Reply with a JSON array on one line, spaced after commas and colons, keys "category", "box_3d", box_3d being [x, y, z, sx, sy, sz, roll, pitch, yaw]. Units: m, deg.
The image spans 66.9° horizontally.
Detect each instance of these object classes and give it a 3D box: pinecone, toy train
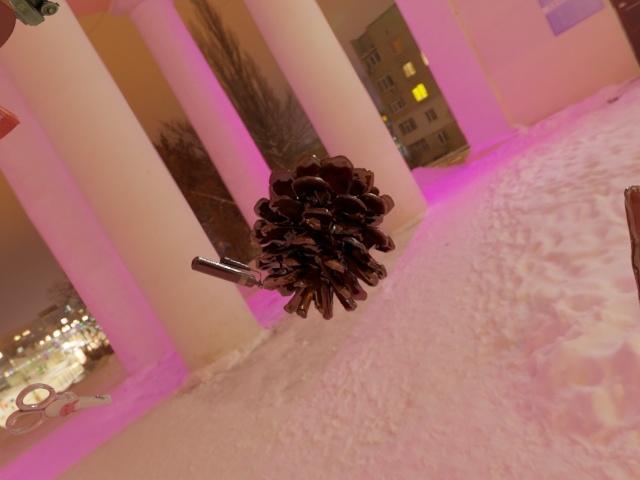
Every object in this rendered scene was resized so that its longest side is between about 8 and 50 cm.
[{"category": "pinecone", "box_3d": [0.007, 0.007, 0.796, 0.264, 0.264, 0.264, -29, 6, 3]}, {"category": "toy train", "box_3d": [-0.635, -0.526, 1.029, 0.099, 0.070, 0.172, -35, -4, -6]}]

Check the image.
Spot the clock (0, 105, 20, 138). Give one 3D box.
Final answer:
[{"category": "clock", "box_3d": [-0.694, -0.248, 0.949, 0.113, 0.061, 0.155, -37, -9, -5]}]

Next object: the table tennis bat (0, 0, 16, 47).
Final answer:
[{"category": "table tennis bat", "box_3d": [-0.418, -0.300, 0.603, 0.156, 0.087, 0.013, -47, 36, 7]}]

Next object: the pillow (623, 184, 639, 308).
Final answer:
[{"category": "pillow", "box_3d": [0.486, 0.004, 0.611, 0.178, 0.172, 0.075, -8, 2, -1]}]

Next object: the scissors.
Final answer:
[{"category": "scissors", "box_3d": [-0.588, 0.380, 1.117, 0.242, 0.030, 0.118, 23, -86, -60]}]

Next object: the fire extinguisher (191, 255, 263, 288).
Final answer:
[{"category": "fire extinguisher", "box_3d": [-0.182, 0.063, 0.995, 0.035, 0.173, 0.049, -51, 38, 21]}]
